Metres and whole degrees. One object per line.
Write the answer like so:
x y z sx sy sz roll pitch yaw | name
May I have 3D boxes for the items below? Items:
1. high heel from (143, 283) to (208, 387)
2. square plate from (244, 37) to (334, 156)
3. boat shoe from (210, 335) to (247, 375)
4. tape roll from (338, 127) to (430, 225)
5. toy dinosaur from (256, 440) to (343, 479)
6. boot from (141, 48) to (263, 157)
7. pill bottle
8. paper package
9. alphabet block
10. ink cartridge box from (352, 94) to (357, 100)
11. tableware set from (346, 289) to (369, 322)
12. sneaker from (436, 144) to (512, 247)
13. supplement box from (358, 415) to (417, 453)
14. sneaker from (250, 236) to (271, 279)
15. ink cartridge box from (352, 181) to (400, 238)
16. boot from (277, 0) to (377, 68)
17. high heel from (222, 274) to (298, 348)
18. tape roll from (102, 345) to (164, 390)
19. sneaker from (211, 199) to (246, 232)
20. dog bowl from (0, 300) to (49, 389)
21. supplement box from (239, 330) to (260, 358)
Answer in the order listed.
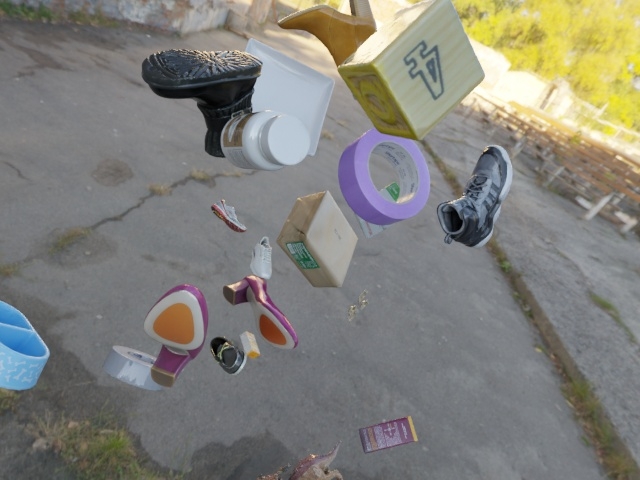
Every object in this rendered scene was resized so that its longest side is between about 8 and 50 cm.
-0.189 0.113 0.587 0.082 0.244 0.117 21 42 -1 | high heel
-0.142 -0.503 1.438 0.343 0.049 0.348 20 69 -16 | square plate
-0.293 0.354 1.257 0.068 0.081 0.227 42 -18 -20 | boat shoe
0.189 -0.186 1.182 0.274 0.090 0.275 7 75 -28 | tape roll
-0.054 0.775 1.342 0.200 0.295 0.127 48 -3 -18 | toy dinosaur
-0.294 -0.336 1.047 0.131 0.260 0.347 40 41 22 | boot
-0.126 -0.224 0.916 0.131 0.131 0.229 6 7 -36 | pill bottle
0.000 0.000 1.777 0.325 0.168 0.310 55 40 -34 | paper package
0.188 -0.357 0.862 0.193 0.197 0.192 47 -1 -26 | alphabet block
0.179 -0.631 1.618 0.088 0.123 0.052 4 -6 18 | ink cartridge box
0.173 0.310 1.880 0.020 0.141 0.169 34 70 27 | tableware set
0.384 -0.110 1.015 0.152 0.269 0.101 0 17 -37 | sneaker
0.237 0.678 1.411 0.104 0.187 0.081 63 11 -61 | supplement box
-0.251 0.077 1.775 0.090 0.095 0.235 21 27 -29 | sneaker
0.245 -0.118 1.638 0.087 0.208 0.153 62 2 34 | ink cartridge box
0.034 -0.608 1.236 0.294 0.212 0.104 -16 30 0 | boot
-0.159 0.224 1.374 0.181 0.127 0.377 -13 37 -43 | high heel
-0.631 0.441 1.402 0.219 0.073 0.219 22 -14 6 | tape roll
-0.486 -0.134 2.205 0.225 0.088 0.093 45 64 -3 | sneaker
-0.758 0.231 0.957 0.297 0.074 0.166 31 -11 30 | dog bowl
-0.295 0.436 1.691 0.062 0.036 0.099 49 10 -53 | supplement box
